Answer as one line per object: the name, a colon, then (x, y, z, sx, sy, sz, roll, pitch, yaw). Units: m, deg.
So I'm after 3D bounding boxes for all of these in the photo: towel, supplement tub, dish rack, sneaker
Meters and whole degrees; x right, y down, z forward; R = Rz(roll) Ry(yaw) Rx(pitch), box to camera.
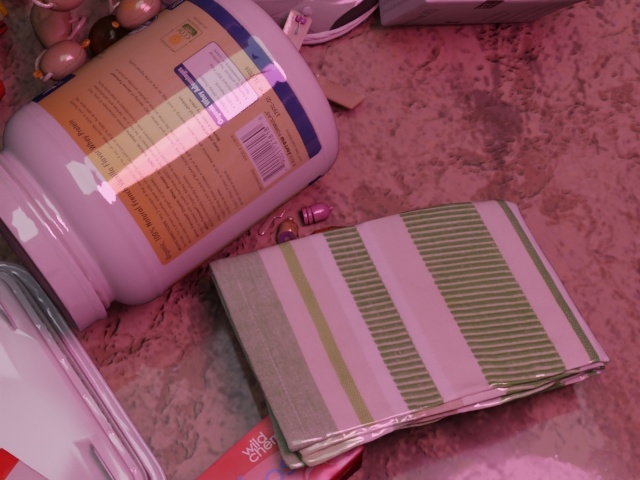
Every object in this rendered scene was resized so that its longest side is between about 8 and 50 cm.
towel: (0.083, 0.077, 1.406, 0.325, 0.038, 0.248, -15, 53, -14)
supplement tub: (-0.164, -0.079, 1.416, 0.316, 0.228, 0.228, -37, 74, -13)
dish rack: (-0.337, 0.197, 1.400, 0.285, 0.072, 0.333, -33, 74, -12)
sneaker: (-0.058, -0.271, 1.553, 0.271, 0.108, 0.100, -6, 67, -4)

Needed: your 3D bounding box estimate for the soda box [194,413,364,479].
soda box: (-0.082, 0.260, 1.367, 0.263, 0.083, 0.092, -42, 75, -13)

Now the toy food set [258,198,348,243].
toy food set: (0.000, 0.000, 1.497, 0.122, 0.019, 0.078, 33, 73, 12)

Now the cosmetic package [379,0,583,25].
cosmetic package: (0.164, -0.309, 1.504, 0.184, 0.151, 0.151, -4, 90, -15)

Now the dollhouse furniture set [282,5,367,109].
dollhouse furniture set: (-0.002, -0.197, 1.550, 0.114, 0.091, 0.081, 23, 91, -21)

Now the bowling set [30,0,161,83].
bowling set: (-0.228, -0.237, 1.471, 0.287, 0.200, 0.154, -36, 42, 10)

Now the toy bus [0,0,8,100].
toy bus: (-0.419, -0.224, 1.535, 0.104, 0.202, 0.191, -24, 61, 39)

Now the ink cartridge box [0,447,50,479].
ink cartridge box: (-0.261, 0.280, 1.282, 0.231, 0.078, 0.134, 30, 73, 18)
